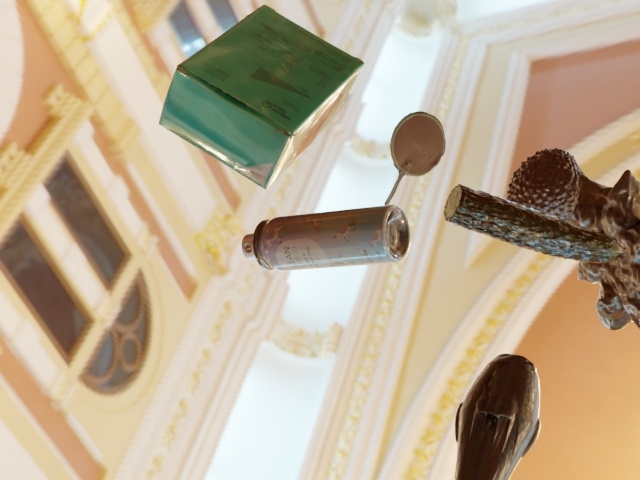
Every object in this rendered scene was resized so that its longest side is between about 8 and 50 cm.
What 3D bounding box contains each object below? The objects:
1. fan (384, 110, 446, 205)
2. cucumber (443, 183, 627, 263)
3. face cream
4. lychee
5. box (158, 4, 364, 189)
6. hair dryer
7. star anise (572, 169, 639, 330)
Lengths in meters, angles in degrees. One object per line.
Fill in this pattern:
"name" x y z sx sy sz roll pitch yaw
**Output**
"fan" 0.114 -0.102 1.377 0.133 0.085 0.005 -62 -150 -3
"cucumber" 0.336 -0.015 1.667 0.293 0.068 0.068 18 -143 -8
"face cream" 0.000 0.000 1.389 0.229 0.075 0.075 -6 -142 33
"lychee" 0.470 -0.094 2.204 0.188 0.188 0.188 -17 -146 12
"box" -0.086 -0.231 1.670 0.205 0.118 0.311 29 -143 6
"hair dryer" 0.261 0.365 1.603 0.120 0.359 0.304 9 -121 19
"star anise" 0.519 0.019 1.833 0.108 0.315 0.315 -24 -149 -21
